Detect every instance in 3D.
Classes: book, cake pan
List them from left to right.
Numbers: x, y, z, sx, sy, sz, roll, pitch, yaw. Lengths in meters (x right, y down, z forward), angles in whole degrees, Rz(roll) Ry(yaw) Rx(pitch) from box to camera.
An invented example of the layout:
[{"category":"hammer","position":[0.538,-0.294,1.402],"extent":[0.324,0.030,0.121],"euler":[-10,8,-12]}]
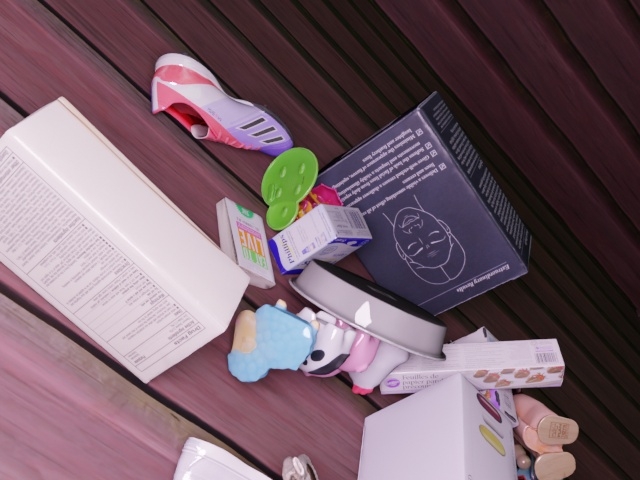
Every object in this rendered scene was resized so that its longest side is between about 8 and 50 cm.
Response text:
[{"category":"book","position":[-0.126,0.006,1.077],"extent":[0.096,0.035,0.144],"euler":[28,37,-46]},{"category":"cake pan","position":[0.088,0.110,1.076],"extent":[0.293,0.054,0.293],"euler":[26,3,-2]}]

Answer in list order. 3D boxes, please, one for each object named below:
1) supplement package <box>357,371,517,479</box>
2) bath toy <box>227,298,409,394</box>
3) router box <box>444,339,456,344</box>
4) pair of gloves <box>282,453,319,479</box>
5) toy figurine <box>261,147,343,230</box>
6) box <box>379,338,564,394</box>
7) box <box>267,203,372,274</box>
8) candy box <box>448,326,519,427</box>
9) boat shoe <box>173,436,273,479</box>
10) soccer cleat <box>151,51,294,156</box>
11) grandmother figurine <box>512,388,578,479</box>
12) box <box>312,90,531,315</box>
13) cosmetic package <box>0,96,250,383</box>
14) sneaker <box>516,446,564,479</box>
[{"category":"supplement package","position":[0.173,0.370,0.960],"extent":[0.145,0.204,0.261],"euler":[43,31,-19]},{"category":"bath toy","position":[0.010,0.176,1.007],"extent":[0.151,0.129,0.348],"euler":[28,4,37]},{"category":"router box","position":[0.329,0.281,1.457],"extent":[0.122,0.038,0.092],"euler":[17,46,-48]},{"category":"pair of gloves","position":[0.017,0.379,0.790],"extent":[0.204,0.042,0.240],"euler":[68,-2,-71]},{"category":"toy figurine","position":[-0.021,-0.068,1.247],"extent":[0.159,0.130,0.173],"euler":[36,55,-47]},{"category":"box","position":[0.268,0.229,1.157],"extent":[0.067,0.324,0.063],"euler":[-88,171,-50]},{"category":"box","position":[0.000,0.000,1.156],"extent":[0.126,0.137,0.072],"euler":[2,60,-55]},{"category":"candy box","position":[0.282,0.290,1.246],"extent":[0.070,0.165,0.196],"euler":[40,32,-27]},{"category":"boat shoe","position":[-0.101,0.305,0.773],"extent":[0.184,0.066,0.063],"euler":[48,56,-35]},{"category":"soccer cleat","position":[-0.177,-0.216,1.179],"extent":[0.318,0.109,0.116],"euler":[30,60,-43]},{"category":"grandmother figurine","position":[0.394,0.346,1.284],"extent":[0.104,0.207,0.342],"euler":[13,0,-6]},{"category":"box","position":[0.220,-0.065,1.373],"extent":[0.395,0.294,0.212],"euler":[55,29,-7]},{"category":"cosmetic package","position":[-0.253,0.007,0.752],"extent":[0.309,0.160,0.113],"euler":[46,29,-17]},{"category":"sneaker","position":[0.454,0.522,1.361],"extent":[0.125,0.104,0.261],"euler":[14,42,-27]}]
